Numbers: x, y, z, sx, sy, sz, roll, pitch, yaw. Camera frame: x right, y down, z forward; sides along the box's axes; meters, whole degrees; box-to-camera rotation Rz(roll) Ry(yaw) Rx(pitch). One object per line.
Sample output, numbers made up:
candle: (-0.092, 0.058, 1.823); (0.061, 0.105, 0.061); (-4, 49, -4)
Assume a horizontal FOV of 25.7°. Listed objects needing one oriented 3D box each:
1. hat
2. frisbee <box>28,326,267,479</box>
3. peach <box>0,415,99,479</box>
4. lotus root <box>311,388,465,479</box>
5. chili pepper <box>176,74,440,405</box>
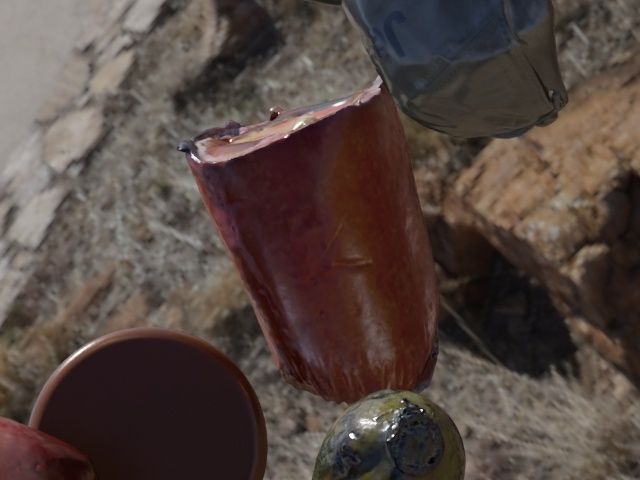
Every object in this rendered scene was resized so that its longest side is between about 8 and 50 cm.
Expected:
hat: (0.032, -0.135, 0.908); (0.214, 0.245, 0.149); (123, 140, -76)
frisbee: (-0.180, 0.213, 1.446); (0.251, 0.251, 0.021); (-54, -6, -8)
peach: (-0.345, 0.284, 1.236); (0.332, 0.308, 0.308); (-24, 37, -3)
lotus root: (0.040, 0.144, 0.843); (0.080, 0.179, 0.089); (-22, 66, -21)
chili pepper: (0.000, 0.000, 1.454); (0.229, 0.305, 0.251); (-11, 19, 6)
